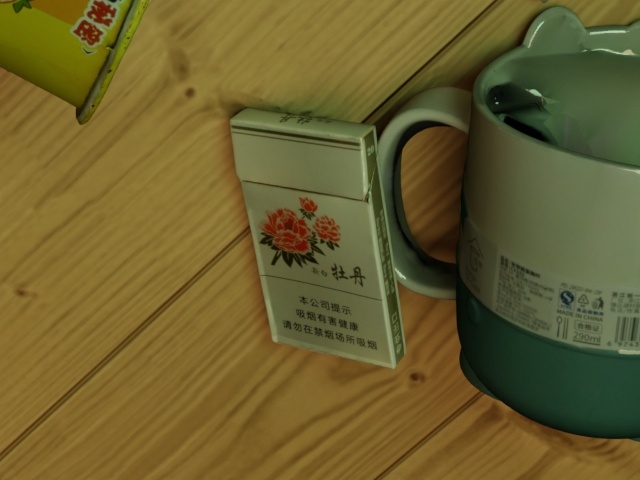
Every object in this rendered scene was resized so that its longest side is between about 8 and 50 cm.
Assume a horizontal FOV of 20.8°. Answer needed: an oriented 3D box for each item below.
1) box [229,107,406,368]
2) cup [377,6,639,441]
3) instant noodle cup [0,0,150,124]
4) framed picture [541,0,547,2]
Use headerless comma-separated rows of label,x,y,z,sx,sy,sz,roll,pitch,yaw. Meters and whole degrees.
box,0.000,0.000,1.263,0.109,0.029,0.198,10,128,28
cup,0.175,-0.011,1.225,0.290,0.219,0.257,15,123,17
instant noodle cup,-0.179,-0.223,1.012,0.200,0.264,0.264,22,116,-13
framed picture,0.128,-0.316,1.130,0.289,0.016,0.213,38,109,-26
